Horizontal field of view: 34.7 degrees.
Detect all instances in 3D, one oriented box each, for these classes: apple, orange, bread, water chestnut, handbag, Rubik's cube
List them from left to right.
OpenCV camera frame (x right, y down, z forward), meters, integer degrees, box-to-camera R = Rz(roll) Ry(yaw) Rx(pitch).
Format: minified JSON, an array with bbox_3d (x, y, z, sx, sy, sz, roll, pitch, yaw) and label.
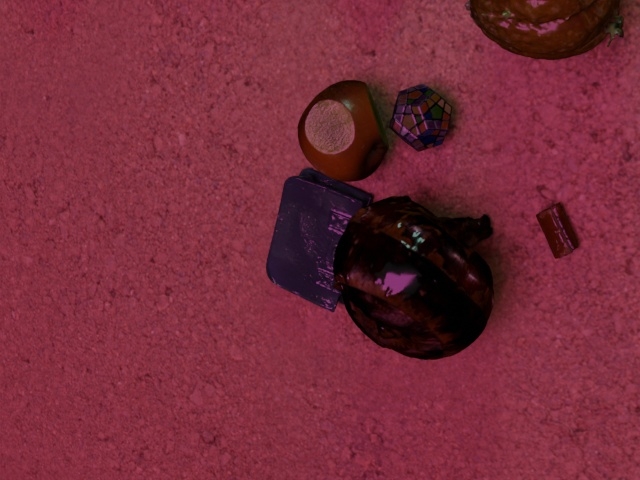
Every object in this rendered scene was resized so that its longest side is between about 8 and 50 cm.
[{"bbox_3d":[0.000,0.000,1.871,0.179,0.062,0.229,25,117,23],"label":"handbag"},{"bbox_3d":[0.047,-0.181,1.735,0.163,0.146,0.147,-44,72,18],"label":"apple"},{"bbox_3d":[0.165,-0.202,1.688,0.111,0.111,0.093,42,97,14],"label":"Rubik's cube"},{"bbox_3d":[0.168,0.045,1.687,0.300,0.300,0.300,10,110,29],"label":"water chestnut"},{"bbox_3d":[0.298,-0.398,1.416,0.223,0.300,0.301,-9,122,16],"label":"orange"},{"bbox_3d":[0.381,-0.015,1.649,0.047,0.036,0.083,-25,89,38],"label":"bread"}]
